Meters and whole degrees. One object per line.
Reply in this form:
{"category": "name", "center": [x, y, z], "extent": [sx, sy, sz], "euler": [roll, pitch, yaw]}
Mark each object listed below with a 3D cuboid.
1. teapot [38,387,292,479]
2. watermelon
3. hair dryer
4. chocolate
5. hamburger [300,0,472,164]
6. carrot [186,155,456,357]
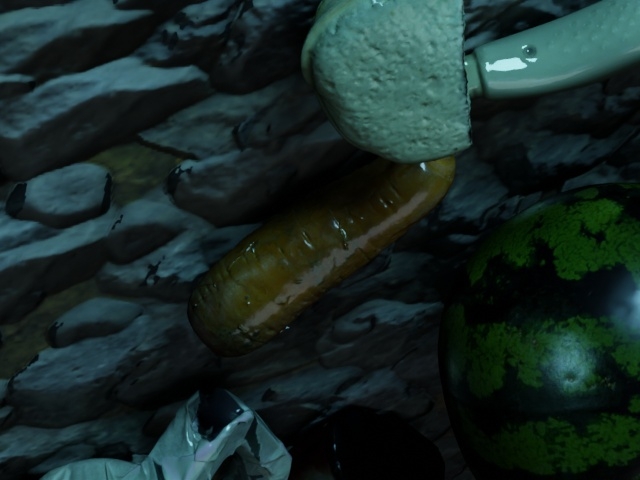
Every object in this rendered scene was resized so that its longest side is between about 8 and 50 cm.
{"category": "teapot", "center": [-0.119, 0.211, 1.085], "extent": [0.163, 0.221, 0.178], "euler": [7, 170, 21]}
{"category": "watermelon", "center": [0.206, 0.085, 1.006], "extent": [0.269, 0.269, 0.269], "euler": [-19, 149, -12]}
{"category": "hair dryer", "center": [0.243, -0.114, 0.898], "extent": [0.298, 0.119, 0.296], "euler": [-23, 158, 27]}
{"category": "chocolate", "center": [0.031, 0.203, 1.194], "extent": [0.080, 0.125, 0.148], "euler": [-24, 159, 31]}
{"category": "hamburger", "center": [0.033, -0.092, 0.778], "extent": [0.084, 0.054, 0.121], "euler": [-4, 141, 3]}
{"category": "carrot", "center": [0.000, 0.000, 0.902], "extent": [0.186, 0.060, 0.060], "euler": [-38, 149, 6]}
